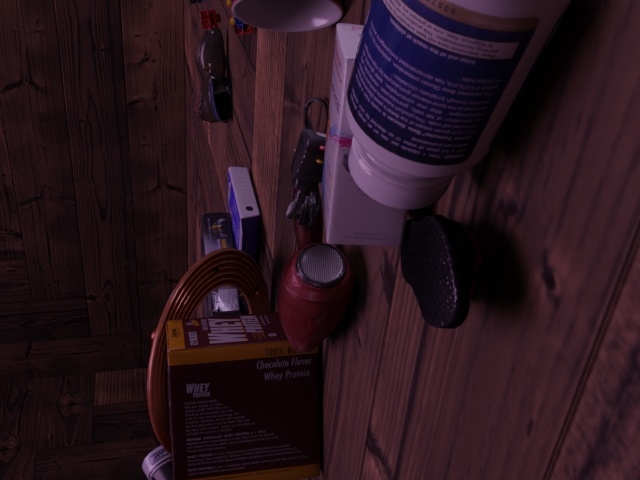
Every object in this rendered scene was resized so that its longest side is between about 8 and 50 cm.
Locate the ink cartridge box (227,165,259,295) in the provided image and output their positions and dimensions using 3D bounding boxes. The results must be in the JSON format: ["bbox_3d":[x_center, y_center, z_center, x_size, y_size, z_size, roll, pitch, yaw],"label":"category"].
[{"bbox_3d":[-0.152,-0.003,1.371,0.208,0.045,0.206,-106,18,-46],"label":"ink cartridge box"}]

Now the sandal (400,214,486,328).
[{"bbox_3d":[0.085,0.014,0.477,0.179,0.040,0.067,-91,5,-82],"label":"sandal"}]

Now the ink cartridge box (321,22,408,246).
[{"bbox_3d":[0.039,-0.099,0.530,0.104,0.062,0.181,-96,10,-60],"label":"ink cartridge box"}]

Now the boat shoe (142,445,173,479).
[{"bbox_3d":[-0.204,0.436,1.179,0.105,0.113,0.306,54,163,33],"label":"boat shoe"}]

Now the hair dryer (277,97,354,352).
[{"bbox_3d":[0.000,0.000,0.779,0.223,0.080,0.293,-86,3,-72],"label":"hair dryer"}]

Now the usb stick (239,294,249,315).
[{"bbox_3d":[-0.144,0.214,1.392,0.277,0.045,0.077,101,154,-43],"label":"usb stick"}]

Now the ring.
[{"bbox_3d":[-0.172,0.177,1.110,0.337,0.032,0.336,-32,-53,-59],"label":"ring"}]

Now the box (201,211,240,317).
[{"bbox_3d":[-0.200,0.089,1.381,0.183,0.056,0.230,104,159,-54],"label":"box"}]

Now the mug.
[{"bbox_3d":[-0.016,-0.315,0.710,0.113,0.150,0.169,8,-98,-67],"label":"mug"}]

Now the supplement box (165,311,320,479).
[{"bbox_3d":[-0.106,0.209,0.940,0.129,0.192,0.194,-142,50,-73],"label":"supplement box"}]

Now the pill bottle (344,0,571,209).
[{"bbox_3d":[0.066,-0.095,0.393,0.169,0.094,0.094,107,156,-53],"label":"pill bottle"}]

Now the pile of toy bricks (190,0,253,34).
[{"bbox_3d":[-0.164,-0.476,1.243,0.105,0.118,0.212,-49,-45,-62],"label":"pile of toy bricks"}]

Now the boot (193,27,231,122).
[{"bbox_3d":[-0.232,-0.375,1.607,0.106,0.082,0.219,31,121,47],"label":"boot"}]
